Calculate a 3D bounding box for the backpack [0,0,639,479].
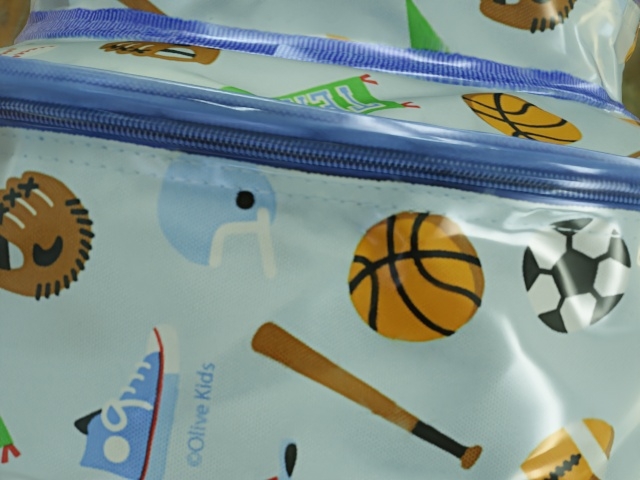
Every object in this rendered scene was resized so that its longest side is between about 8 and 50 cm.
[{"bbox_3d":[0.000,0.000,0.432,0.263,0.276,0.213,-94,-174,-79],"label":"backpack"}]
